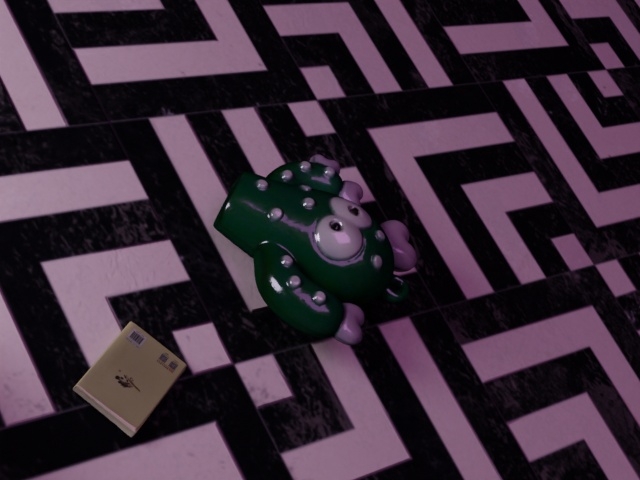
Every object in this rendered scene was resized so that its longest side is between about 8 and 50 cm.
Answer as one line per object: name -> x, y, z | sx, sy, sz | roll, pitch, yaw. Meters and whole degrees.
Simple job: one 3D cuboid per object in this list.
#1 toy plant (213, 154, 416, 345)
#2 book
toy plant -> 0.000, 0.004, 1.493 | 0.243, 0.112, 0.232 | 46, 47, 12
book -> -0.194, 0.141, 1.310 | 0.077, 0.014, 0.111 | 39, 42, -2
